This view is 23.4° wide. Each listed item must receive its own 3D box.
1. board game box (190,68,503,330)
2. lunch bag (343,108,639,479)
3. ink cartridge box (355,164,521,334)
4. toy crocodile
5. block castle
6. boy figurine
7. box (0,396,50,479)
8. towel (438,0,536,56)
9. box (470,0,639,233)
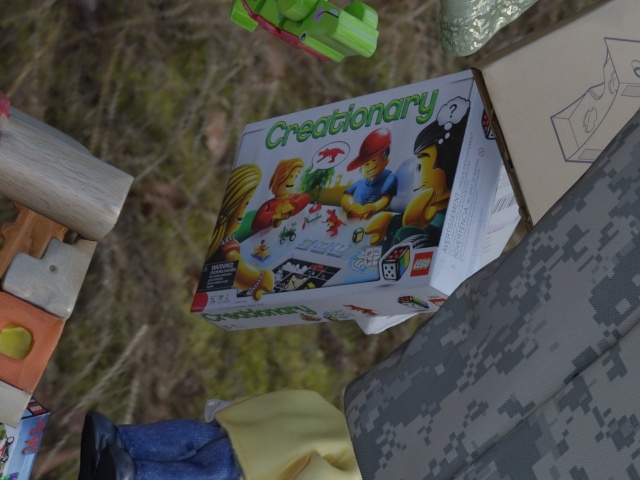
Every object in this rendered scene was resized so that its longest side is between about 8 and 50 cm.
[{"bbox_3d":[0.022,-0.028,1.315,0.053,0.305,0.193,30,65,-35],"label":"board game box"},{"bbox_3d":[0.169,0.078,0.787,0.212,0.305,0.256,29,22,-45],"label":"lunch bag"},{"bbox_3d":[0.146,-0.044,1.966,0.226,0.306,0.131,-22,63,-31],"label":"ink cartridge box"},{"bbox_3d":[-0.029,-0.288,1.953,0.115,0.105,0.340,25,8,-34],"label":"toy crocodile"},{"bbox_3d":[-0.338,0.085,1.146,0.213,0.303,0.453,28,90,-15],"label":"block castle"},{"bbox_3d":[-0.035,0.164,1.152,0.285,0.177,0.092,0,110,-25],"label":"boy figurine"},{"bbox_3d":[-0.366,0.266,1.505,0.044,0.233,0.159,35,26,30],"label":"box"},{"bbox_3d":[0.133,-0.197,1.039,0.148,0.110,0.027,-38,52,-22],"label":"towel"},{"bbox_3d":[0.228,-0.104,1.200,0.201,0.021,0.164,-27,111,-14],"label":"box"}]
